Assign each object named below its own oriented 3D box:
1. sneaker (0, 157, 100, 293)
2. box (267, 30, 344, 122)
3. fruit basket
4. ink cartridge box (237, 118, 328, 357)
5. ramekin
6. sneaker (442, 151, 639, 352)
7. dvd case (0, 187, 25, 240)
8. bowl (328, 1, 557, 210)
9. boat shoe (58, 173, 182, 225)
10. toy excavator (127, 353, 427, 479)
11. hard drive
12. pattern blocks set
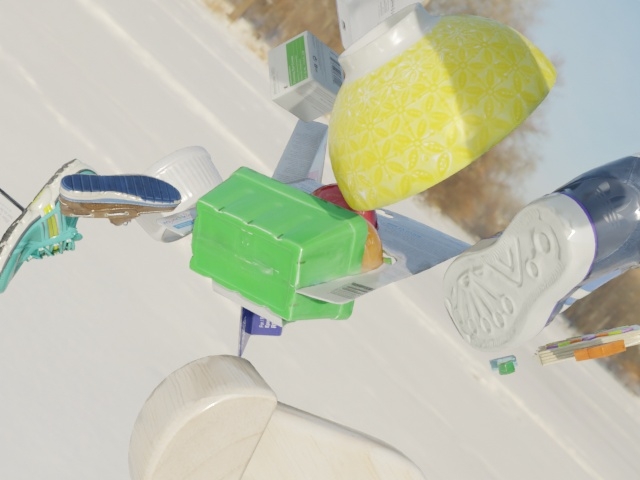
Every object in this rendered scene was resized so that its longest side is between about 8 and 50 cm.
[{"bbox_3d":[-0.467,-0.015,1.594,0.110,0.275,0.107,42,-19,-16],"label":"sneaker"},{"bbox_3d":[-0.022,-0.267,1.529,0.102,0.087,0.101,26,50,-48],"label":"box"},{"bbox_3d":[0.000,0.000,1.330,0.327,0.165,0.353,24,20,30],"label":"fruit basket"},{"bbox_3d":[-0.063,0.002,1.662,0.071,0.324,0.330,12,39,5],"label":"ink cartridge box"},{"bbox_3d":[-0.289,-0.086,1.898,0.109,0.207,0.207,53,9,12],"label":"ramekin"},{"bbox_3d":[0.297,0.011,1.063,0.130,0.236,0.323,63,-23,16],"label":"sneaker"},{"bbox_3d":[-0.731,-0.019,1.856,0.180,0.253,0.022,42,4,-15],"label":"dvd case"},{"bbox_3d":[0.111,-0.182,1.093,0.156,0.289,0.289,54,4,-14],"label":"bowl"},{"bbox_3d":[-0.305,-0.060,1.414,0.183,0.066,0.066,6,39,-20],"label":"boat shoe"},{"bbox_3d":[0.080,0.294,0.705,0.433,0.445,0.222,-3,10,-17],"label":"toy excavator"},{"bbox_3d":[0.166,-0.483,1.684,0.040,0.319,0.210,49,-5,14],"label":"hard drive"},{"bbox_3d":[0.435,0.167,1.504,0.285,0.325,0.026,105,-29,-84],"label":"pattern blocks set"}]
